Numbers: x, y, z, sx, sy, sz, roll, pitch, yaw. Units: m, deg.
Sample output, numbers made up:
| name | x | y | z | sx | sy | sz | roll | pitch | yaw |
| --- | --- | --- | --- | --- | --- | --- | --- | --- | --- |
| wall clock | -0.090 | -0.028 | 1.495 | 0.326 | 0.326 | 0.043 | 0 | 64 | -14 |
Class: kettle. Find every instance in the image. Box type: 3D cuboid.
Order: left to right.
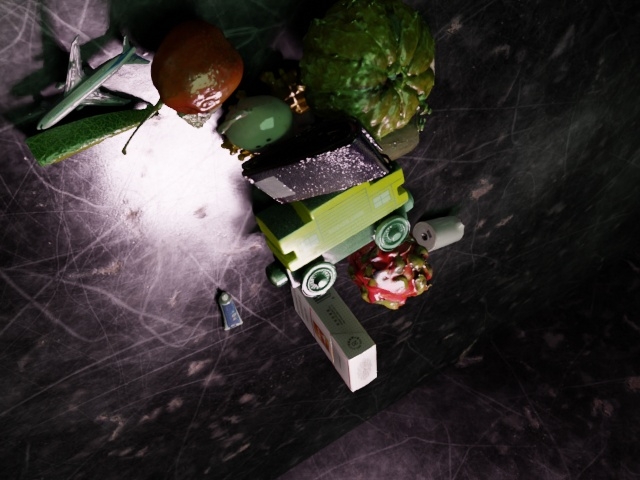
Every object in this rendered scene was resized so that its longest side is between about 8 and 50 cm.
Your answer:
| name | x | y | z | sx | sy | sz | roll | pitch | yaw |
| --- | --- | --- | --- | --- | --- | --- | --- | --- | --- |
| kettle | 0.375 | -0.016 | 2.459 | 0.148 | 0.098 | 0.126 | -15 | 137 | -40 |

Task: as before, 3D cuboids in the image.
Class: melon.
| name | x | y | z | sx | sy | sz | roll | pitch | yaw |
| --- | --- | --- | --- | --- | --- | --- | --- | --- | --- |
| melon | -0.410 | -0.193 | 1.426 | 0.262 | 0.053 | 0.114 | -26 | 170 | -27 |

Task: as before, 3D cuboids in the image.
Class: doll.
| name | x | y | z | sx | sy | sz | roll | pitch | yaw |
| --- | --- | --- | --- | --- | --- | --- | --- | --- | --- |
| doll | -0.105 | -0.229 | 1.557 | 0.155 | 0.113 | 0.275 | -27 | 154 | 30 |

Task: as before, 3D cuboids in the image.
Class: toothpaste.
| name | x | y | z | sx | sy | sz | roll | pitch | yaw |
| --- | --- | --- | --- | --- | --- | --- | --- | --- | --- |
| toothpaste | -0.254 | 0.195 | 2.128 | 0.057 | 0.034 | 0.197 | -22 | 149 | -11 |

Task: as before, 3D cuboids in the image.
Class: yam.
| name | x | y | z | sx | sy | sz | roll | pitch | yaw |
| --- | --- | --- | --- | --- | --- | --- | --- | --- | --- |
| yam | 0.085 | -0.229 | 1.809 | 0.268 | 0.161 | 0.161 | -24 | 146 | -21 |

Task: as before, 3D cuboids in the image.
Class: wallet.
| name | x | y | z | sx | sy | sz | roll | pitch | yaw |
| --- | --- | --- | --- | --- | --- | --- | --- | --- | --- |
| wallet | -0.005 | -0.156 | 1.576 | 0.262 | 0.071 | 0.221 | -20 | 162 | 16 |

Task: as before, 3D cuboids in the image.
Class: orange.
| name | x | y | z | sx | sy | sz | roll | pitch | yaw |
| --- | --- | --- | --- | --- | --- | --- | --- | --- | --- |
| orange | 0.086 | -0.353 | 1.576 | 0.301 | 0.223 | 0.300 | -12 | 113 | -35 |

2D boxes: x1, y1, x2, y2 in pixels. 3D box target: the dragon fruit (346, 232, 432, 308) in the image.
| name | x | y | z | sx | sy | sz | roll | pitch | yaw |
| --- | --- | --- | --- | --- | --- | --- | --- | --- | --- |
| dragon fruit | 0.205 | 0.074 | 2.257 | 0.237 | 0.231 | 0.303 | -34 | 132 | 16 |

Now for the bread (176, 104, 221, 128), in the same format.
| name | x | y | z | sx | sy | sz | roll | pitch | yaw |
| --- | --- | --- | --- | --- | --- | --- | --- | --- | --- |
| bread | -0.240 | -0.264 | 1.534 | 0.083 | 0.035 | 0.070 | -45 | 150 | 4 |

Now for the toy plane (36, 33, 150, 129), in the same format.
| name | x | y | z | sx | sy | sz | roll | pitch | yaw |
| --- | --- | --- | --- | --- | --- | --- | --- | --- | --- |
| toy plane | -0.402 | -0.269 | 1.332 | 0.226 | 0.058 | 0.226 | -33 | 161 | -3 |

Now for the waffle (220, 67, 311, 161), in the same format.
| name | x | y | z | sx | sy | sz | roll | pitch | yaw |
| --- | --- | --- | --- | --- | --- | --- | --- | --- | --- |
| waffle | -0.106 | -0.267 | 1.662 | 0.229 | 0.051 | 0.231 | -11 | 140 | -43 |

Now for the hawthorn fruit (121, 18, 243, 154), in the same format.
| name | x | y | z | sx | sy | sz | roll | pitch | yaw |
| --- | --- | --- | --- | --- | --- | --- | --- | --- | --- |
| hawthorn fruit | -0.271 | -0.268 | 1.380 | 0.285 | 0.165 | 0.165 | -40 | 149 | 1 |

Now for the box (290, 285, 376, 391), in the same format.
| name | x | y | z | sx | sy | sz | roll | pitch | yaw |
| --- | --- | --- | --- | --- | --- | --- | --- | --- | --- |
| box | 0.035 | 0.246 | 2.209 | 0.095 | 0.330 | 0.210 | -30 | 148 | -15 |

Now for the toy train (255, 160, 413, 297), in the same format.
| name | x | y | z | sx | sy | sz | roll | pitch | yaw |
| --- | --- | --- | --- | --- | --- | --- | --- | --- | --- |
| toy train | 0.039 | -0.054 | 1.957 | 0.442 | 0.179 | 0.272 | -32 | 133 | -13 |

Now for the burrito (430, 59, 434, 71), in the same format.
| name | x | y | z | sx | sy | sz | roll | pitch | yaw |
| --- | --- | --- | --- | --- | --- | --- | --- | --- | --- |
| burrito | 0.239 | -0.438 | 1.806 | 0.058 | 0.045 | 0.188 | -56 | 153 | -22 |
